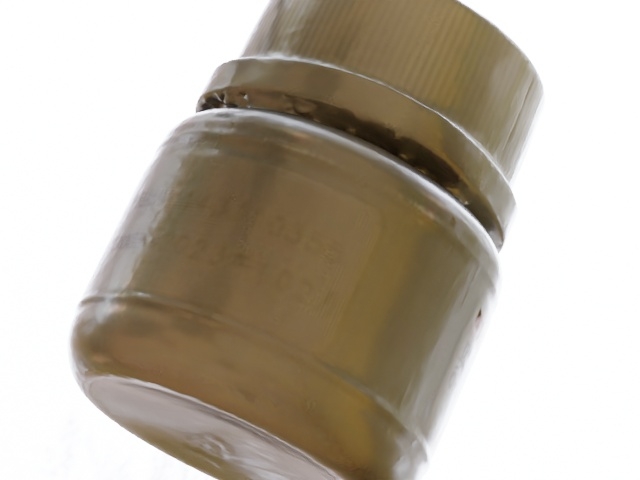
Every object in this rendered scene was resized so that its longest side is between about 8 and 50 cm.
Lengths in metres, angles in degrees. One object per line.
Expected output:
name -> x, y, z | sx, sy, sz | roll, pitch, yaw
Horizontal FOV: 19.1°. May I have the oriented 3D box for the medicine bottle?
medicine bottle -> 0.000, 0.000, 1.236 | 0.245, 0.245, 0.306 | 22, -108, 7
